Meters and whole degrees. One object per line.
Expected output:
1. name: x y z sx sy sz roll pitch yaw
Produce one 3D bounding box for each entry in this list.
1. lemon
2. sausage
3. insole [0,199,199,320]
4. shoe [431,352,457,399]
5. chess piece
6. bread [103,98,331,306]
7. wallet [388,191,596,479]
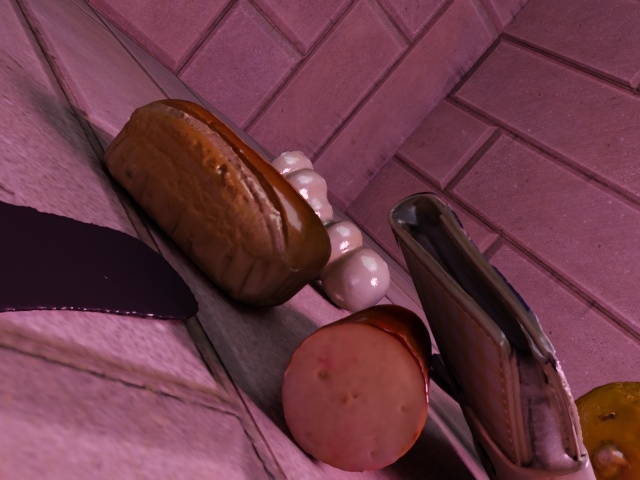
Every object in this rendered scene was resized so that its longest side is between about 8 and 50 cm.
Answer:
1. lemon: 0.384 0.281 0.682 0.236 0.236 0.263 45 -3 31
2. sausage: 0.050 0.102 0.503 0.093 0.093 0.312 43 5 11
3. insole: -0.166 -0.003 0.271 0.119 0.009 0.348 46 7 23
4. shoe: 0.278 0.238 0.980 0.241 0.093 0.108 40 7 -28
5. chess piece: 0.000 0.000 0.853 0.243 0.133 0.133 50 8 15
6. bread: -0.093 -0.042 0.557 0.236 0.106 0.140 42 8 17
7. wallet: 0.155 0.132 0.501 0.223 0.077 0.310 -109 173 -58
